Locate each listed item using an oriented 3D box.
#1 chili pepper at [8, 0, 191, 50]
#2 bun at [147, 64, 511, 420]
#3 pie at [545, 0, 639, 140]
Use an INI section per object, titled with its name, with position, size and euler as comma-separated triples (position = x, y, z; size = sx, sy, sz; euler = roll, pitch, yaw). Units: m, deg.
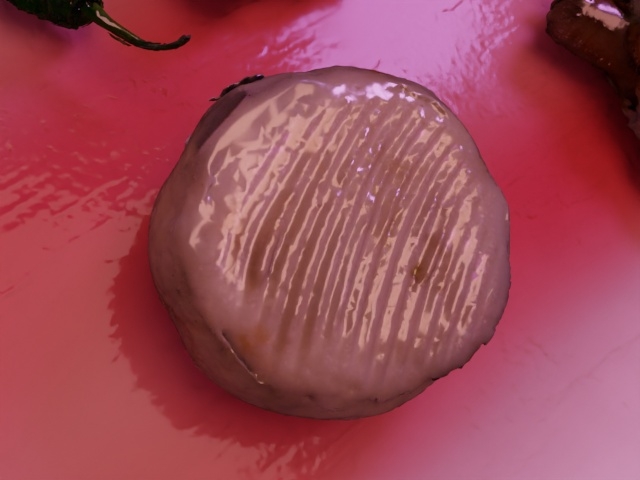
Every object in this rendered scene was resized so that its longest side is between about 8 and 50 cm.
[chili pepper]
position = -0.208, -0.225, 0.655
size = 0.122, 0.065, 0.278
euler = -25, 79, -22
[bun]
position = 0.000, 0.000, 0.619
size = 0.239, 0.141, 0.239
euler = 4, 78, -20
[pie]
position = 0.351, -0.163, 0.823
size = 0.257, 0.105, 0.274
euler = -34, 88, -23
